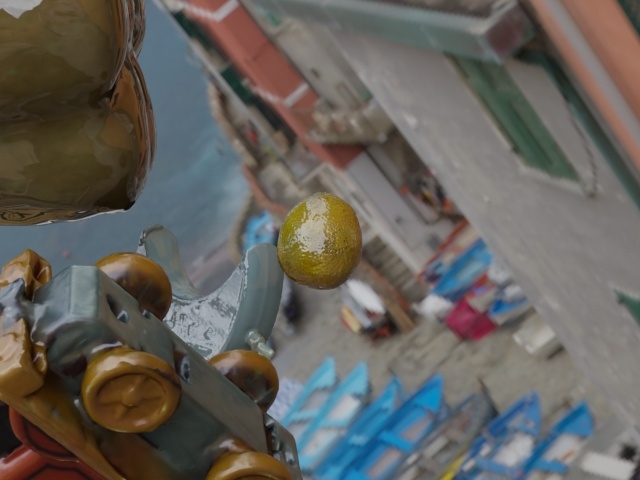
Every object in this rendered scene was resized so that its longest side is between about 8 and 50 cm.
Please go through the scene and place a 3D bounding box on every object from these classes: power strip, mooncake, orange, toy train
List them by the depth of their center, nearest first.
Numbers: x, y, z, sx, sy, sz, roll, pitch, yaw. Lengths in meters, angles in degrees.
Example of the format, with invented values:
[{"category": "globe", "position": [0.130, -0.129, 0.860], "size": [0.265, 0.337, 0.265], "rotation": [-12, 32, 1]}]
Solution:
[{"category": "toy train", "position": [-0.158, 0.176, 1.115], "size": [0.232, 0.369, 0.163], "rotation": [-37, 32, 14]}, {"category": "orange", "position": [0.000, 0.000, 1.258], "size": [0.085, 0.085, 0.095], "rotation": [-13, 70, 45]}, {"category": "mooncake", "position": [-0.320, -0.238, 1.395], "size": [0.262, 0.467, 0.467], "rotation": [-5, 27, -3]}, {"category": "power strip", "position": [-0.121, 0.073, 1.411], "size": [0.253, 0.054, 0.167], "rotation": [13, 95, 50]}]
